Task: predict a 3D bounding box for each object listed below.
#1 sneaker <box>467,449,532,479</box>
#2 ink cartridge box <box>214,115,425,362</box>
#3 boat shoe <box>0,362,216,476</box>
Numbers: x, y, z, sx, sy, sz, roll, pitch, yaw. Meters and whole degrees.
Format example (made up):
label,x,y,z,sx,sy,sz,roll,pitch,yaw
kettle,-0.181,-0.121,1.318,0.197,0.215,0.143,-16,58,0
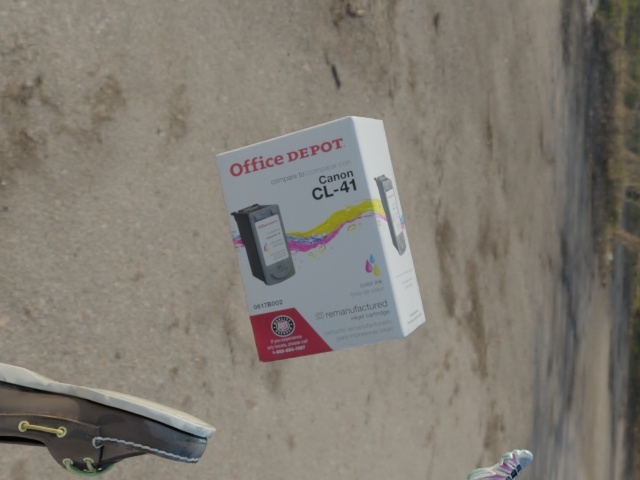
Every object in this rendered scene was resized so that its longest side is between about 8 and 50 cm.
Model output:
label,x,y,z,sx,sy,sz,roll,pitch,yaw
sneaker,0.254,0.331,1.100,0.038,0.098,0.069,54,8,-30
ink cartridge box,0.000,0.000,1.145,0.131,0.226,0.306,-17,94,-69
boat shoe,-0.274,0.213,0.919,0.116,0.324,0.096,56,46,-65
